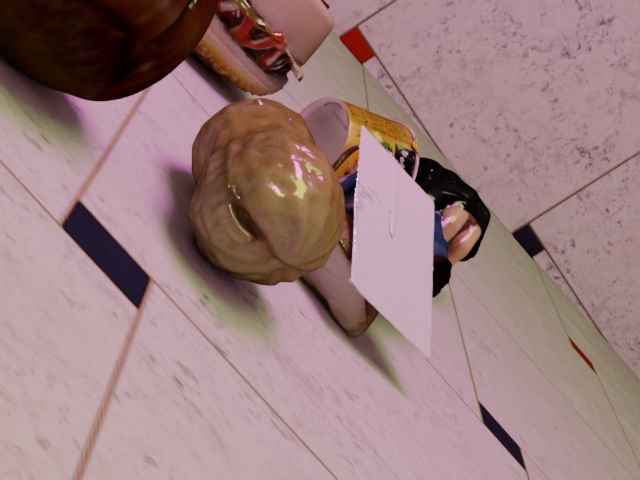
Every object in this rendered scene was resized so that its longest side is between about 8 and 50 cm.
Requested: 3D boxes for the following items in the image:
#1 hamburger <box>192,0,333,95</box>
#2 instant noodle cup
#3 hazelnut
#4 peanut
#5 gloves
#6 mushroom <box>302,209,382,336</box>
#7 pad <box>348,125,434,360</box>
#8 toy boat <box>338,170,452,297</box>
[{"bbox_3d":[-0.119,-0.324,2.114,0.302,0.170,0.302,49,5,-6],"label":"hamburger"},{"bbox_3d":[0.033,-0.105,2.090,0.122,0.151,0.151,24,25,-43],"label":"instant noodle cup"},{"bbox_3d":[-0.185,-0.228,1.347,0.229,0.229,0.229,48,10,-11],"label":"hazelnut"},{"bbox_3d":[-0.053,-0.048,1.502,0.149,0.149,0.313,47,6,-21],"label":"peanut"},{"bbox_3d":[0.129,-0.039,2.294,0.197,0.152,0.301,25,19,14],"label":"gloves"},{"bbox_3d":[0.001,-0.002,1.712,0.210,0.072,0.094,52,24,4],"label":"mushroom"},{"bbox_3d":[0.080,0.000,1.753,0.156,0.004,0.232,45,36,-36],"label":"pad"},{"bbox_3d":[0.073,-0.008,1.895,0.142,0.129,0.309,67,17,14],"label":"toy boat"}]
